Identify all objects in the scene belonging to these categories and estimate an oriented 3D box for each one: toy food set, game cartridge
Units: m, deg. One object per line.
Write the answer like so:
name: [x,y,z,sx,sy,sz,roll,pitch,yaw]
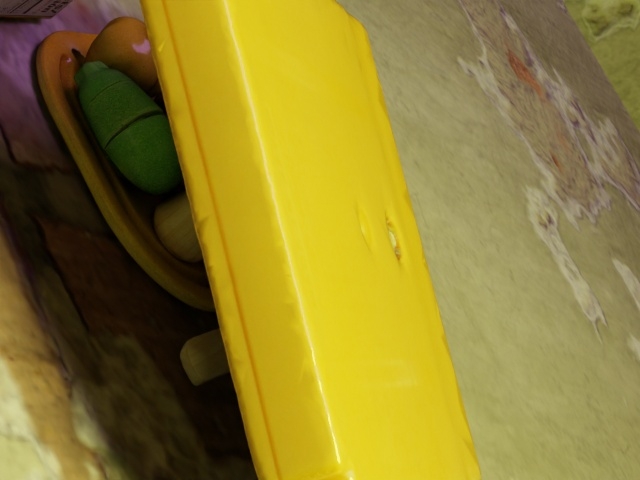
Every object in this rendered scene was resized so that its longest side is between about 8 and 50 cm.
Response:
toy food set: [-0.064,-0.037,0.967,0.218,0.071,0.128,61,20,13]
game cartridge: [0.000,0.000,0.913,0.323,0.052,0.285,15,60,-74]

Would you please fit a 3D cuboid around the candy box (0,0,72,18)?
candy box: [-0.217,-0.201,0.848,0.183,0.087,0.316,57,20,5]
